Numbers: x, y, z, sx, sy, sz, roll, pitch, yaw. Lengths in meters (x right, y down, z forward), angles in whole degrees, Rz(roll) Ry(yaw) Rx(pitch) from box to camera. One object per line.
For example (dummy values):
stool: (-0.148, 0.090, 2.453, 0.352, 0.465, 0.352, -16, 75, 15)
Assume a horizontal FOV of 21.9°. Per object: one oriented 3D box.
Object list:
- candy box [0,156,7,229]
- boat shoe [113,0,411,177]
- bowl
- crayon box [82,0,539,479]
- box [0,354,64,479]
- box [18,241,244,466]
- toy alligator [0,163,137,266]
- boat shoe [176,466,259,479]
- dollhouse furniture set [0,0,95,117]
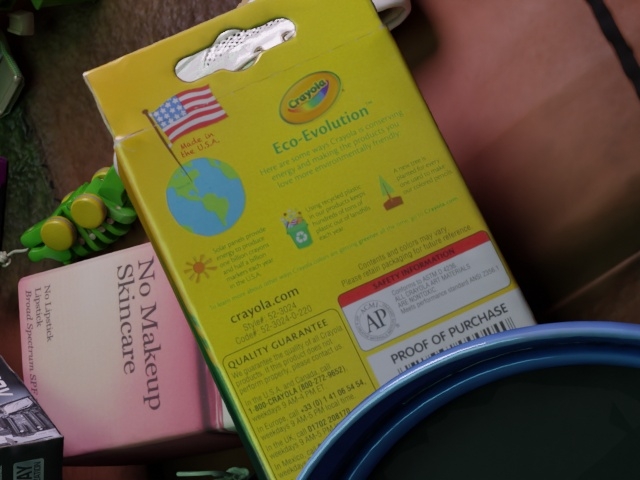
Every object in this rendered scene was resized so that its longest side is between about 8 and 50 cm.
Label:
candy box: (-0.392, -0.001, 1.496, 0.233, 0.071, 0.159, 0, 84, 38)
boat shoe: (-0.046, -0.111, 1.225, 0.277, 0.098, 0.096, -44, 60, 24)
bowl: (0.157, 0.236, 0.945, 0.391, 0.077, 0.391, 1, 95, 12)
crayon box: (0.000, 0.000, 1.082, 0.202, 0.081, 0.318, -23, 81, -9)
box: (-0.285, 0.195, 1.285, 0.307, 0.077, 0.242, 39, 129, 54)
box: (-0.098, 0.081, 1.224, 0.232, 0.127, 0.148, -15, 75, 36)
toy alligator: (-0.205, -0.005, 1.368, 0.190, 0.056, 0.051, -34, 106, 30)
boat shoe: (-0.044, 0.201, 1.188, 0.255, 0.095, 0.079, -9, 81, 35)
dollhouse furniture set: (-0.252, -0.182, 1.440, 0.076, 0.059, 0.151, 58, 137, 19)
